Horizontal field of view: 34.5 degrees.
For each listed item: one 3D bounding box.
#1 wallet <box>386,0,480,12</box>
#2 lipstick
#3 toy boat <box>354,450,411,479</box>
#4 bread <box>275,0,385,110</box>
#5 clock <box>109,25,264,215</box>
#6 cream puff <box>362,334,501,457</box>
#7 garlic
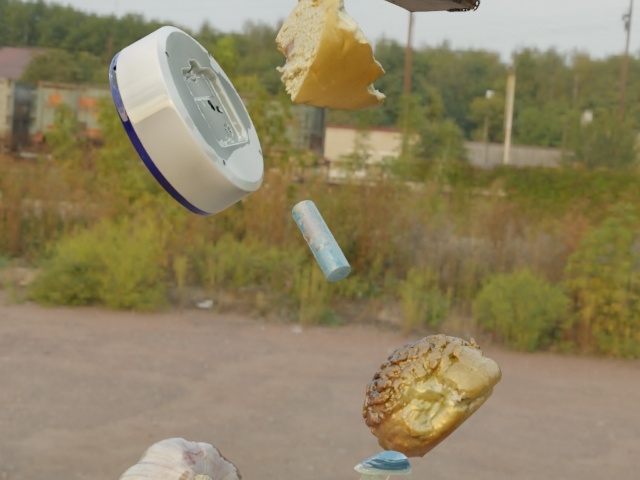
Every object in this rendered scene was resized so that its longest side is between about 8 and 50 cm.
[{"bbox_3d":[0.081,-0.410,1.578,0.317,0.044,0.169,10,2,-38],"label":"wallet"},{"bbox_3d":[0.000,0.000,1.841,0.048,0.048,0.158,1,48,-41],"label":"lipstick"},{"bbox_3d":[0.090,0.421,1.800,0.105,0.149,0.034,33,19,-32],"label":"toy boat"},{"bbox_3d":[0.038,-0.377,2.004,0.224,0.211,0.183,9,29,-38],"label":"bread"},{"bbox_3d":[-0.158,-0.148,1.263,0.083,0.230,0.230,-29,-6,16],"label":"clock"},{"bbox_3d":[0.250,0.351,2.434,0.327,0.231,0.343,-28,-17,-43],"label":"cream puff"},{"bbox_3d":[-0.220,0.441,1.767,0.245,0.245,0.253,3,-30,-24],"label":"garlic"}]
